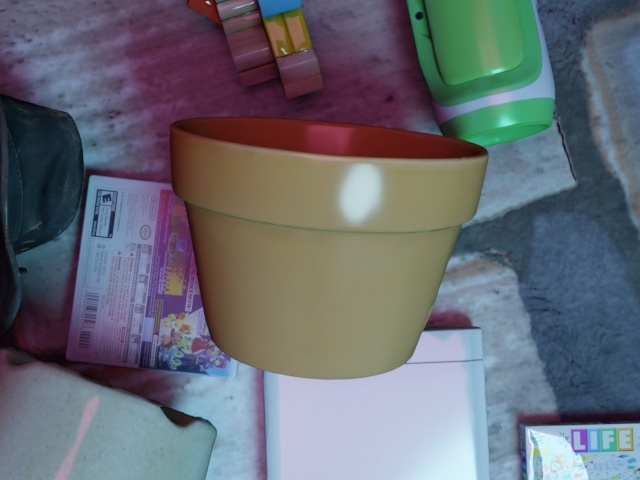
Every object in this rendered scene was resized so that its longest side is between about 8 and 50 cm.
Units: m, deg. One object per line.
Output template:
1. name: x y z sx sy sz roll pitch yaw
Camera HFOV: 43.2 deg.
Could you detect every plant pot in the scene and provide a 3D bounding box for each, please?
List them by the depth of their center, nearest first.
1. plant pot: -0.249 0.274 0.728 0.333 0.334 0.306 20 76 1
2. plant pot: 0.000 0.000 0.760 0.290 0.291 0.204 5 102 0

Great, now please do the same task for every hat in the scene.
1. hat: -0.311 -0.063 0.788 0.133 0.331 0.332 -16 86 -40

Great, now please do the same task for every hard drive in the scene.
1. hard drive: 0.060 0.272 0.846 0.232 0.047 0.353 -2 87 0

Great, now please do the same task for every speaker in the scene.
1. speaker: 0.157 -0.251 0.840 0.131 0.131 0.297 -11 87 -1

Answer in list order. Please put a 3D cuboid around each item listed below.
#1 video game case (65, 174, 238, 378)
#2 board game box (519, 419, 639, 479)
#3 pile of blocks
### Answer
1. video game case: -0.169 0.038 0.870 0.183 0.023 0.202 6 86 0
2. board game box: 0.292 0.246 0.859 0.154 0.026 0.104 -2 86 -1
3. pile of blocks: -0.103 -0.316 0.829 0.112 0.149 0.362 -18 87 -2
